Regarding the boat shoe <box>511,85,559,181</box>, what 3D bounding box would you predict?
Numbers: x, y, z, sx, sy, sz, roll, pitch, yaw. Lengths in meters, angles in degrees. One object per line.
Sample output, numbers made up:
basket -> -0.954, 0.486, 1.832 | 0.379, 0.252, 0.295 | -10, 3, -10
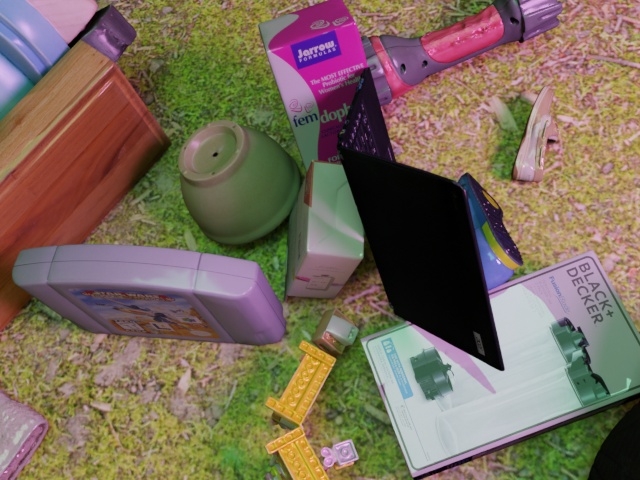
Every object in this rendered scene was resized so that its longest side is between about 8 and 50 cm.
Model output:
boat shoe -> 0.292, -0.139, 0.917 | 0.045, 0.050, 0.135 | 18, 82, 13

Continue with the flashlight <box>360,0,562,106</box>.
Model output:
flashlight -> 0.178, -0.281, 0.957 | 0.304, 0.103, 0.103 | -23, 31, 5

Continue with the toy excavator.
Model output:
toy excavator -> -0.542, -0.205, 0.964 | 0.432, 0.222, 0.445 | 4, 55, 47

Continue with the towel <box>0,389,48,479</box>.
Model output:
towel -> -0.498, 0.303, 0.874 | 0.187, 0.049, 0.282 | 28, 75, 19

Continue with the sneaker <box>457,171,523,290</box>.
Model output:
sneaker -> 0.181, -0.012, 0.840 | 0.082, 0.069, 0.209 | -43, 22, 25

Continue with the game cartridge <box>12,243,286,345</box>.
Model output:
game cartridge -> -0.204, 0.068, 0.837 | 0.297, 0.198, 0.062 | 2, 69, 12

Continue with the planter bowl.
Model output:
planter bowl -> -0.121, -0.090, 0.914 | 0.162, 0.109, 0.162 | -12, 55, 18

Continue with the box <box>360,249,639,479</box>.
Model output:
box -> 0.210, 0.144, 0.792 | 0.289, 0.087, 0.169 | -20, 66, 1

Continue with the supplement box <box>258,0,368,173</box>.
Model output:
supplement box -> 0.010, -0.173, 0.871 | 0.111, 0.220, 0.114 | -19, 34, 3

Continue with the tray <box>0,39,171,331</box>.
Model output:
tray -> -0.388, -0.043, 0.911 | 0.076, 0.203, 0.411 | 34, 78, 20

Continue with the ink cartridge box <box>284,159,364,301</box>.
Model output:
ink cartridge box -> 0.000, 0.000, 0.844 | 0.067, 0.198, 0.115 | 7, 68, -10

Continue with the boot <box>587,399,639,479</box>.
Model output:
boot -> 0.446, 0.229, 0.671 | 0.284, 0.138, 0.378 | 21, 100, -4

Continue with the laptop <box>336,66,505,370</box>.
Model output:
laptop -> 0.115, -0.034, 0.740 | 0.136, 0.234, 0.264 | -6, 38, 20

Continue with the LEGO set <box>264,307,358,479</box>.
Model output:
LEGO set -> -0.010, 0.227, 0.809 | 0.132, 0.107, 0.287 | -1, 58, -15
